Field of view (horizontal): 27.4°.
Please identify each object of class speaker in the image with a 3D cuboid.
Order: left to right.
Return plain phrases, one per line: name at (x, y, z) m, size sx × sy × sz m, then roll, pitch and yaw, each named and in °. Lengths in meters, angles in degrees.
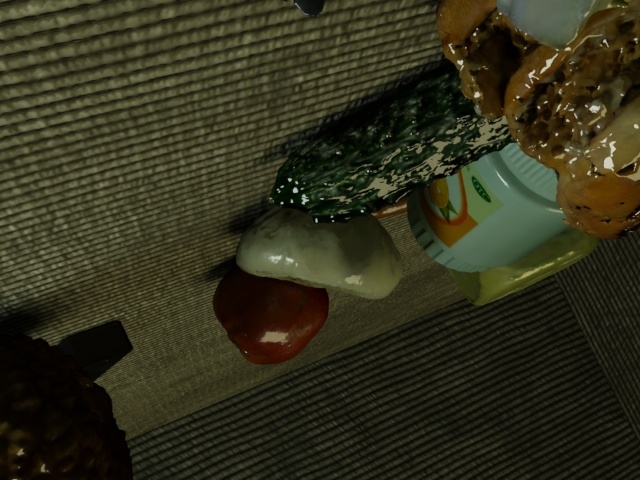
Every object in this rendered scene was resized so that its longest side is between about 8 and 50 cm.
speaker at (-0.313, 0.164, 1.617) m, size 0.082 × 0.044 × 0.218 m, roll -18°, pitch 168°, yaw -40°

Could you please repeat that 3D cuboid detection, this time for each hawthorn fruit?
hawthorn fruit at (-0.054, 0.077, 1.566) m, size 0.138 × 0.133 × 0.133 m, roll -32°, pitch 172°, yaw -11°

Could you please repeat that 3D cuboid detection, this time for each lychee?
lychee at (-0.319, 0.225, 1.277) m, size 0.267 × 0.267 × 0.267 m, roll -25°, pitch 171°, yaw -4°

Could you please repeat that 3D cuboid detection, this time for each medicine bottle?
medicine bottle at (0.200, -0.074, 1.319) m, size 0.158 × 0.158 × 0.318 m, roll -22°, pitch 170°, yaw -21°

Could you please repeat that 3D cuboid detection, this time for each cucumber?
cucumber at (0.117, -0.105, 1.115) m, size 0.359 × 0.096 × 0.096 m, roll -29°, pitch 170°, yaw 14°

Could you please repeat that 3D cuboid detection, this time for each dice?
dice at (0.235, -0.028, 1.632) m, size 0.169 × 0.169 × 0.166 m, roll -25°, pitch 172°, yaw -7°

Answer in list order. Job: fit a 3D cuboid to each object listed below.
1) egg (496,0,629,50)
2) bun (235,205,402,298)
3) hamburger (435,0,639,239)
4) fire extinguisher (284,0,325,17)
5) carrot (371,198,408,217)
egg at (0.233, -0.204, 0.679) m, size 0.271 × 0.162 × 0.206 m, roll 4°, pitch -151°, yaw 13°
bun at (0.000, 0.000, 1.366) m, size 0.183 × 0.102 × 0.183 m, roll 9°, pitch 176°, yaw 1°
hamburger at (0.228, -0.137, 0.916) m, size 0.245 × 0.211 × 0.260 m, roll -33°, pitch 165°, yaw 12°
fire extinguisher at (-0.017, -0.154, 0.448) m, size 0.105 × 0.105 × 0.269 m, roll -27°, pitch 172°, yaw 7°
carrot at (0.173, -0.079, 1.519) m, size 0.336 × 0.069 × 0.069 m, roll -23°, pitch 171°, yaw 4°
